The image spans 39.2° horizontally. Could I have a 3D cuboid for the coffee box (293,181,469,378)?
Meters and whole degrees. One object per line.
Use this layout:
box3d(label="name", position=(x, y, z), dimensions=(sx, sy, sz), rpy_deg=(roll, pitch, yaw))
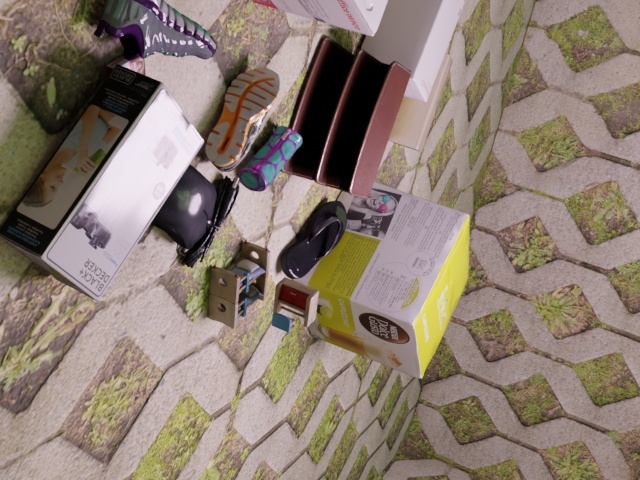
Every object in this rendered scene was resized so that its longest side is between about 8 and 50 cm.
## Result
box3d(label="coffee box", position=(0.172, 0.098, 2.327), dimensions=(0.338, 0.334, 0.337), rpy_deg=(-60, 158, -24))

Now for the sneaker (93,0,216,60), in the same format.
box3d(label="sneaker", position=(-0.238, -0.290, 1.282), dimensions=(0.098, 0.083, 0.224), rpy_deg=(-63, 149, 1))

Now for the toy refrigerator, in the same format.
box3d(label="toy refrigerator", position=(0.273, -0.388, 2.478), dimensions=(0.102, 0.094, 0.269), rpy_deg=(-7, 117, -75))

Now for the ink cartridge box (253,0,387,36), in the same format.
box3d(label="ink cartridge box", position=(-0.019, -0.434, 1.457), dimensions=(0.100, 0.237, 0.172), rpy_deg=(-68, 160, -3))

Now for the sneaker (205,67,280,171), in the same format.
box3d(label="sneaker", position=(-0.140, -0.216, 1.608), dimensions=(0.215, 0.084, 0.083), rpy_deg=(-60, 172, -16))

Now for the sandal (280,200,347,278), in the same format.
box3d(label="sandal", position=(0.000, 0.001, 2.137), dimensions=(0.097, 0.054, 0.254), rpy_deg=(55, 49, -23))

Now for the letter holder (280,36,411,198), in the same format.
box3d(label="letter holder", position=(0.051, -0.261, 1.941), dimensions=(0.214, 0.152, 0.301), rpy_deg=(6, 103, -68))

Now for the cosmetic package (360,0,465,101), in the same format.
box3d(label="cosmetic package", position=(0.232, -0.539, 2.132), dimensions=(0.365, 0.155, 0.197), rpy_deg=(-70, 163, -1))

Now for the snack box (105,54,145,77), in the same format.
box3d(label="snack box", position=(-0.282, -0.190, 1.330), dimensions=(0.064, 0.022, 0.178), rpy_deg=(-47, 151, -43))

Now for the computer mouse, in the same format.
box3d(label="computer mouse", position=(-0.215, -0.057, 1.562), dimensions=(0.188, 0.072, 0.272), rpy_deg=(-66, 160, -8))

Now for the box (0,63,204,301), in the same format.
box3d(label="box", position=(-0.298, -0.077, 1.261), dimensions=(0.290, 0.087, 0.169), rpy_deg=(-58, 156, -15))

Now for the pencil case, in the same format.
box3d(label="pencil case", position=(-0.098, -0.163, 1.770), dimensions=(0.151, 0.064, 0.070), rpy_deg=(-56, 172, -35))

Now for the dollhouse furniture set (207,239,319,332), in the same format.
box3d(label="dollhouse furniture set", position=(-0.113, 0.107, 1.817), dimensions=(0.129, 0.184, 0.129), rpy_deg=(-43, 147, -51))
